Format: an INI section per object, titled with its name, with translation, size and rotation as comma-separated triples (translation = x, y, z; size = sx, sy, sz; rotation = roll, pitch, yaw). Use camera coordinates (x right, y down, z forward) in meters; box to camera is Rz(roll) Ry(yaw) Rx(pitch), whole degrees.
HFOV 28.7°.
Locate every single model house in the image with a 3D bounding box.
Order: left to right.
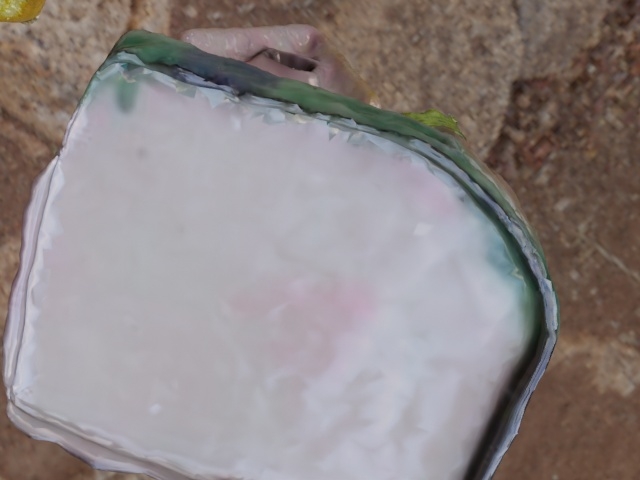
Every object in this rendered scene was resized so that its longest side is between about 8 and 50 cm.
[model house]
translation = 0.000, 0.000, 0.646
size = 0.237, 0.236, 0.202
rotation = -61, 166, -69

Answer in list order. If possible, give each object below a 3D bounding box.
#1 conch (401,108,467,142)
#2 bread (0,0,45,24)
[conch]
translation = 0.062, -0.030, 0.784
size = 0.074, 0.121, 0.089
rotation = -15, 144, 15
[bread]
translation = -0.355, -0.353, 1.371
size = 0.152, 0.119, 0.288
rotation = 19, 152, -12
